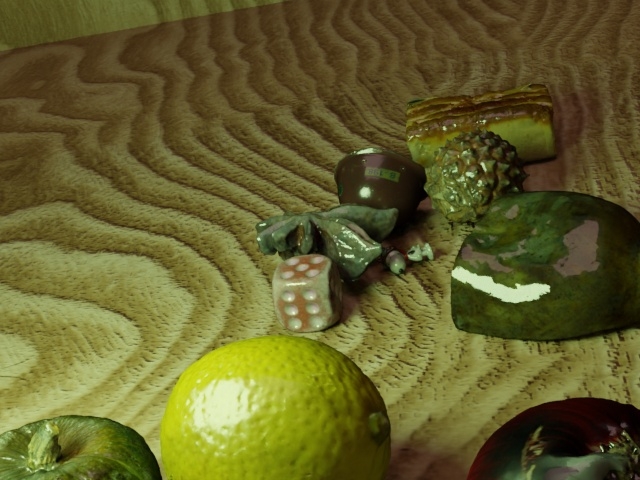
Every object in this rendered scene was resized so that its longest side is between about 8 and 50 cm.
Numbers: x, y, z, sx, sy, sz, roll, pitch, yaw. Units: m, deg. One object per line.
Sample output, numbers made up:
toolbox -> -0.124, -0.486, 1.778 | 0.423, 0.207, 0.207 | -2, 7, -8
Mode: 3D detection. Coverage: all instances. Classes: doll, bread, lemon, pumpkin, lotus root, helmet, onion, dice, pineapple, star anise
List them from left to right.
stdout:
pumpkin -> -0.311, 0.296, 1.368 | 0.260, 0.189, 0.260 | -9, 27, 5
lemon -> -0.052, 0.230, 1.331 | 0.267, 0.267, 0.267 | -10, 27, 5
dice -> -0.018, 0.080, 1.767 | 0.094, 0.093, 0.091 | -6, 28, 16
star anise -> 0.004, 0.000, 1.879 | 0.258, 0.110, 0.198 | 1, 13, 28
helmet -> 0.106, -0.069, 1.983 | 0.175, 0.155, 0.106 | 12, 55, -9
doll -> 0.137, 0.024, 1.872 | 0.085, 0.040, 0.058 | -30, 43, -22
bread -> 0.302, -0.214, 2.185 | 0.275, 0.114, 0.184 | -6, 28, 8
pineapple -> 0.274, -0.114, 1.956 | 0.166, 0.166, 0.193 | 11, 36, 39
lotus root -> 0.355, 0.029, 1.653 | 0.260, 0.149, 0.267 | 9, 37, 38
onion -> 0.254, 0.296, 1.145 | 0.273, 0.285, 0.273 | 15, 45, -16
